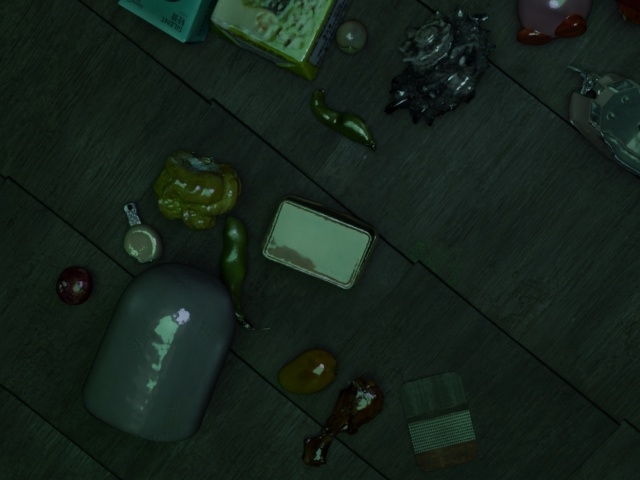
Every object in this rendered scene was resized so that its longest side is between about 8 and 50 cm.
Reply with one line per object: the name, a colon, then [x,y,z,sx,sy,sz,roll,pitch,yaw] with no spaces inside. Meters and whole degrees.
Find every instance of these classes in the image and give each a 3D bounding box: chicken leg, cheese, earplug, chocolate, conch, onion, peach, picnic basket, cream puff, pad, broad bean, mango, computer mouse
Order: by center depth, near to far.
computer mouse: [0.716,-0.269,1.705,0.389,0.115,0.199,43,84,11]
conch: [0.273,-0.416,1.710,0.240,0.186,0.313,45,121,26]
chocolate: [-0.088,-0.582,1.742,0.289,0.137,0.301,27,99,3]
peach: [0.076,-0.497,1.765,0.083,0.083,0.083,1,98,7]
earplug: [-0.385,0.254,1.807,0.313,0.312,0.394,22,99,3]
broad bean: [0.058,-0.295,1.809,0.213,0.048,0.070,40,101,3]
picnic basket: [0.000,0.000,1.810,0.267,0.139,0.165,21,100,4]
cream puff: [-0.313,-0.113,1.821,0.221,0.195,0.194,16,99,9]
pad: [0.236,0.497,1.869,0.323,0.055,0.250,-16,97,-17]
mango: [-0.030,0.348,1.891,0.163,0.089,0.111,-40,80,20]
broad bean: [-0.213,0.086,1.894,0.098,0.056,0.318,-12,101,2]
chicken leg: [0.051,0.478,1.905,0.113,0.093,0.304,46,109,17]
cheese: [-0.482,-0.014,1.913,0.092,0.047,0.171,-36,93,8]
onion: [-0.658,0.122,1.931,0.107,0.097,0.107,-2,85,24]

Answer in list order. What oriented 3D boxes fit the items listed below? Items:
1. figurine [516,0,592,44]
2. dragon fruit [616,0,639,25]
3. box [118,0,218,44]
figurine: [0.536,-0.545,1.659,0.173,0.173,0.173,1,98,7]
dragon fruit: [0.741,-0.615,1.587,0.315,0.250,0.250,31,103,-34]
box: [-0.328,-0.653,1.733,0.205,0.118,0.311,33,115,7]
